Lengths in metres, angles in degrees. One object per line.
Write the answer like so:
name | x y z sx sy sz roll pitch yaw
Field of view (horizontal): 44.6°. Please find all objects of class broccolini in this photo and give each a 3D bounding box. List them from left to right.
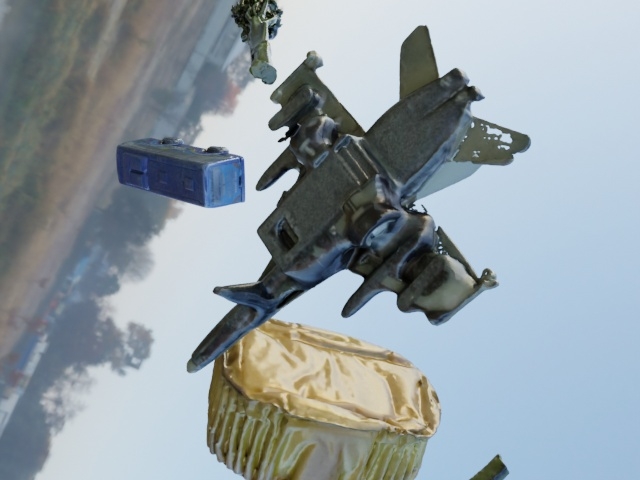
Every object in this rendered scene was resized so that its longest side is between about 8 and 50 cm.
broccolini | -0.041 -0.149 0.553 0.042 0.044 0.218 -23 -157 3

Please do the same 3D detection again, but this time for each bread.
bread | -0.002 0.147 0.652 0.132 0.191 0.114 -97 -159 -63

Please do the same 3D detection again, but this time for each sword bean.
sword bean | 0.156 0.393 1.097 0.269 0.043 0.038 -32 -172 -10

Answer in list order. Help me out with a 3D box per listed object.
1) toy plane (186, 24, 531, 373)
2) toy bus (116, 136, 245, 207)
toy plane | -0.005 -0.002 0.465 0.262 0.088 0.192 -42 -117 12
toy bus | -0.208 -0.104 1.137 0.237 0.094 0.079 15 -74 41
